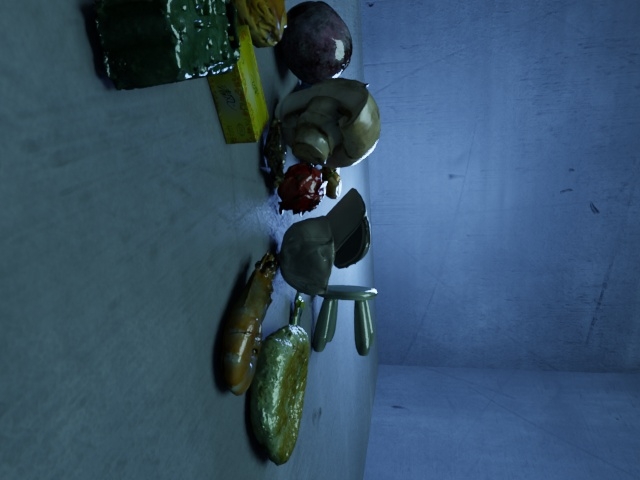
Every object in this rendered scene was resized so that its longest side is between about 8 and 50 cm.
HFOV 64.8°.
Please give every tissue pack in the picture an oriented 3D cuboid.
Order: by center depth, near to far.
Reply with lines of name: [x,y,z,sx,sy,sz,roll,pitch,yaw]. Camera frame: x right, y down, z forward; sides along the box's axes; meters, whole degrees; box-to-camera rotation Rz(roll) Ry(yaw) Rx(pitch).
tissue pack: [-0.143,-0.266,0.870,0.095,0.062,0.176,-77,161,-49]

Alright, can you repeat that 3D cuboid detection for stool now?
stool: [0.081,0.247,1.605,0.195,0.195,0.199,-15,106,-78]

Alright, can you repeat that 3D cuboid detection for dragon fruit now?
dragon fruit: [-0.045,-0.121,1.180,0.130,0.142,0.121,-18,107,-33]

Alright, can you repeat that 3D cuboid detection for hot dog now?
hot dog: [0.030,-0.201,1.659,0.250,0.076,0.104,59,25,-84]

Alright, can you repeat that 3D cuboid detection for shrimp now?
shrimp: [-0.123,0.151,0.937,0.152,0.062,0.287,81,17,-45]

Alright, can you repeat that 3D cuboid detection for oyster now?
oyster: [-0.098,-0.196,1.107,0.103,0.051,0.148,110,-16,-71]

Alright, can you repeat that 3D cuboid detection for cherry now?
cherry: [-0.015,-0.484,1.237,0.195,0.195,0.195,-1,90,-78]

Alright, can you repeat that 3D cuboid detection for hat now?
hat: [0.007,-0.005,1.186,0.275,0.161,0.232,-54,-161,5]

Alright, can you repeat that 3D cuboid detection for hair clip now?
hair clip: [-0.059,0.227,1.314,0.060,0.033,0.189,58,31,-72]

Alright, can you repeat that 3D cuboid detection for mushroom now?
mushroom: [0.024,-0.246,1.181,0.189,0.253,0.195,49,54,-45]

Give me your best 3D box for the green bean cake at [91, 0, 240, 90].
green bean cake: [-0.179,-0.283,0.592,0.208,0.107,0.194,-62,150,-64]

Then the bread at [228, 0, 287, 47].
bread: [-0.118,-0.482,0.911,0.235,0.099,0.211,-7,96,-79]

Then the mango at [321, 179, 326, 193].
mango: [-0.006,-0.159,1.576,0.089,0.046,0.060,89,-4,-71]

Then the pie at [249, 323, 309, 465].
pie: [-0.084,0.334,1.112,0.323,0.070,0.324,3,90,-78]

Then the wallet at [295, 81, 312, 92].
wallet: [-0.004,-0.378,1.368,0.202,0.141,0.059,-74,-174,-55]

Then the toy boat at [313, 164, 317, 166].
toy boat: [0.014,-0.306,1.470,0.133,0.145,0.332,63,15,-9]
